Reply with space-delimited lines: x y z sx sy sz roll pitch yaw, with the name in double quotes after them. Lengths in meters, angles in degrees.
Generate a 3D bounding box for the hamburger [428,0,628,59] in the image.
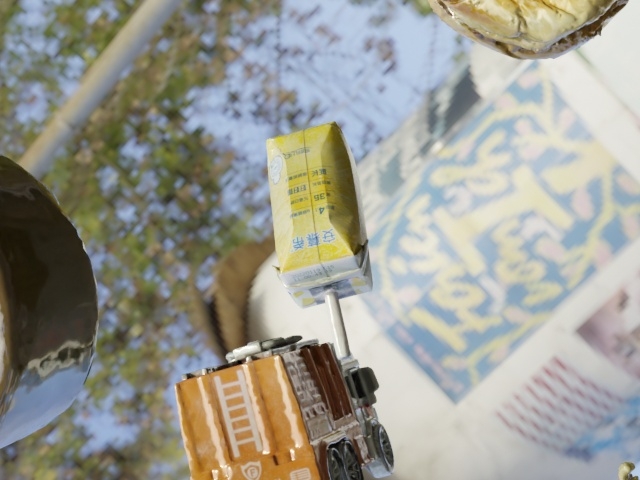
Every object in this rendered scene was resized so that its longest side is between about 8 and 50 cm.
0.193 -0.268 1.473 0.213 0.214 0.108 49 178 11 "hamburger"

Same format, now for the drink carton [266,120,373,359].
0.000 0.000 1.334 0.074 0.084 0.200 65 -166 -52 "drink carton"

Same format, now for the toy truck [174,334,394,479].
-0.040 0.218 1.913 0.387 0.173 0.207 3 -109 -77 "toy truck"

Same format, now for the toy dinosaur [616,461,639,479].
0.325 0.358 1.882 0.177 0.194 0.152 32 174 26 "toy dinosaur"

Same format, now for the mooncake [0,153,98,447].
-0.330 0.052 1.384 0.284 0.284 0.155 49 -150 12 "mooncake"
